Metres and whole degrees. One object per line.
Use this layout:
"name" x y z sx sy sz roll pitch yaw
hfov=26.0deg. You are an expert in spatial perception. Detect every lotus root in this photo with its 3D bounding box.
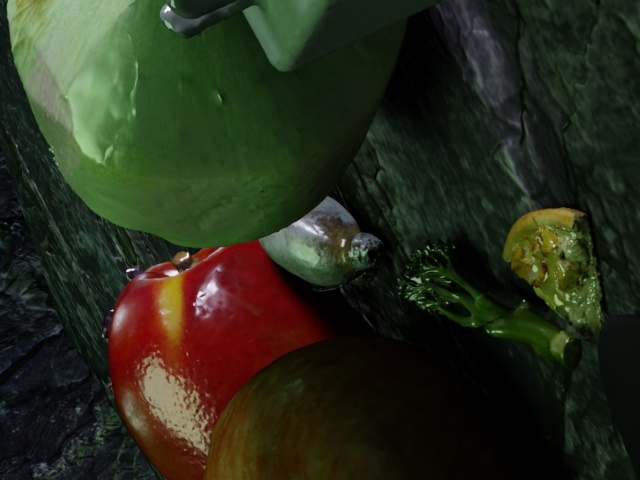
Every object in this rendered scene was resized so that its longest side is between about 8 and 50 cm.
"lotus root" -0.001 0.003 1.318 0.165 0.088 0.088 28 142 45

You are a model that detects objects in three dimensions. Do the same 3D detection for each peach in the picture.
"peach" -0.062 0.157 1.403 0.361 0.258 0.201 66 162 5

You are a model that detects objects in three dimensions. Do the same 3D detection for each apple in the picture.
"apple" 0.053 0.224 1.211 0.277 0.250 0.309 -7 130 38

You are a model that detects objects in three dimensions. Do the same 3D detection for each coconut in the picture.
"coconut" -0.083 -0.156 1.001 0.328 0.281 0.328 -171 90 -88

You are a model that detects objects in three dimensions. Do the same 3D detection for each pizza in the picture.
"pizza" 0.168 0.029 0.958 0.108 0.026 0.123 60 162 3

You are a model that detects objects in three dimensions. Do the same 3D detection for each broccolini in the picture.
"broccolini" 0.132 0.044 1.042 0.067 0.058 0.216 34 174 -26

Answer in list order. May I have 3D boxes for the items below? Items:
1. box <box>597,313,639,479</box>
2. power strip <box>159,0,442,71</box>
"box" 0.253 0.139 0.848 0.212 0.042 0.201 65 162 -10
"power strip" -0.001 -0.190 0.788 0.140 0.224 0.139 62 163 4
